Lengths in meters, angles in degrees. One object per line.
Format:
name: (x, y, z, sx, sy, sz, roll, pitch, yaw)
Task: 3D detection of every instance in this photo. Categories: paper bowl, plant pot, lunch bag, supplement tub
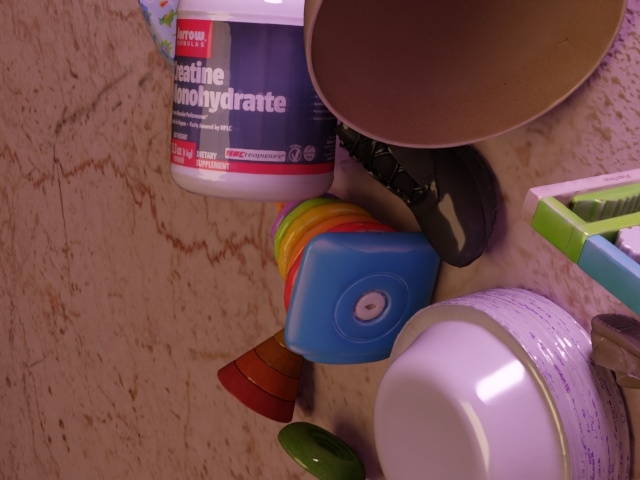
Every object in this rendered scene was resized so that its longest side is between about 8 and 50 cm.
paper bowl: (0.163, 0.198, 1.180, 0.284, 0.148, 0.284, 21, 116, 51)
plant pot: (0.113, -0.251, 1.052, 0.284, 0.284, 0.191, 119, 149, -44)
lunch bag: (-0.178, -0.269, 1.610, 0.129, 0.096, 0.151, 61, 171, 26)
supplement tub: (-0.072, -0.188, 1.311, 0.191, 0.191, 0.272, 16, 106, 53)

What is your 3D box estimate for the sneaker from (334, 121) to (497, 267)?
sneaker: (0.085, -0.096, 1.232, 0.109, 0.130, 0.286, -46, 62, 48)

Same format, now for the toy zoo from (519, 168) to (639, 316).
toy zoo: (0.315, 0.033, 0.867, 0.293, 0.192, 0.030, 44, 133, 40)

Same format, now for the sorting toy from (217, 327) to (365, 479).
sorting toy: (0.015, 0.222, 1.476, 0.365, 0.127, 0.126, 39, 100, 41)

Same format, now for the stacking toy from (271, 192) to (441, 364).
stacking toy: (0.000, 0.000, 1.387, 0.302, 0.175, 0.166, -127, 43, -51)

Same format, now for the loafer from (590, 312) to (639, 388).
loafer: (0.300, 0.114, 1.040, 0.148, 0.056, 0.050, -138, 47, -56)
